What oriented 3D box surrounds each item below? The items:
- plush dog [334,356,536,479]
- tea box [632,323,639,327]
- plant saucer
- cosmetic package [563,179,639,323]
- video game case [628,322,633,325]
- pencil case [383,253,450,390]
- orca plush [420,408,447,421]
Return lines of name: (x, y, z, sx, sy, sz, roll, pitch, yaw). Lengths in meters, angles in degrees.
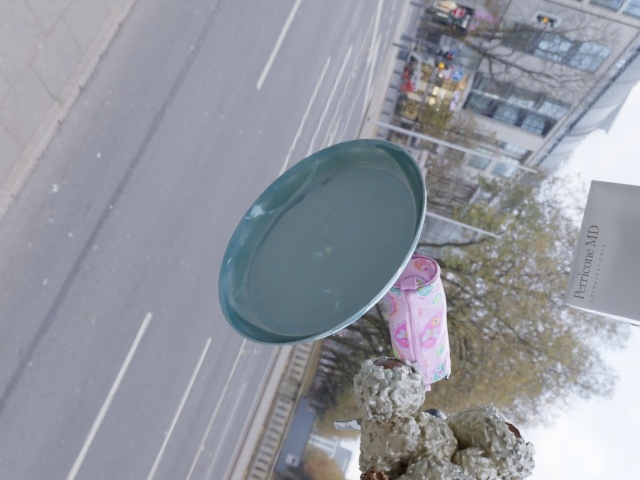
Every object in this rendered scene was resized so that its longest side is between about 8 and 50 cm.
plush dog: (0.119, 0.301, 0.643, 0.210, 0.263, 0.225, -54, -168, 22)
tea box: (0.817, 0.062, 0.992, 0.323, 0.329, 0.219, 84, 18, -69)
plant saucer: (0.000, 0.000, 0.710, 0.044, 0.318, 0.317, 45, 56, -38)
cosmetic package: (0.553, 0.045, 0.747, 0.155, 0.366, 0.196, 15, 86, -62)
video game case: (0.736, 0.137, 1.269, 0.087, 0.011, 0.121, -140, -130, -62)
pencil case: (0.196, 0.169, 1.095, 0.124, 0.124, 0.283, -64, 148, -53)
orca plush: (0.319, 0.519, 1.303, 0.102, 0.287, 0.151, -26, -179, -31)
